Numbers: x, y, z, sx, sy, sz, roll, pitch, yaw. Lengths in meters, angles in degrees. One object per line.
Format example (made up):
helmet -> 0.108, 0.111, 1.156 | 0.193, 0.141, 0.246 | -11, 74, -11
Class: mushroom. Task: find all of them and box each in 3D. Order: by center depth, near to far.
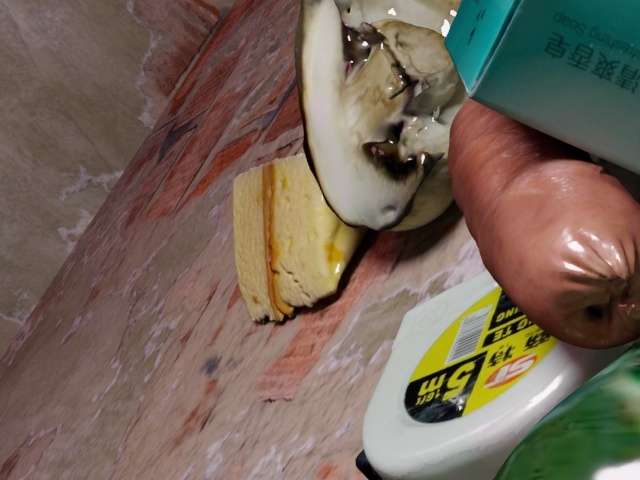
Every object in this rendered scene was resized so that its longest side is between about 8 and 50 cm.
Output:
mushroom -> 0.084, -0.134, 1.182 | 0.267, 0.164, 0.189 | 60, 144, 35

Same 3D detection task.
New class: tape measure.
tape measure -> 0.174, 0.054, 0.691 | 0.351, 0.098, 0.215 | -33, 17, 37

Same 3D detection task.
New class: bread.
bread -> 0.000, 0.000, 1.360 | 0.240, 0.135, 0.178 | -14, 76, 63

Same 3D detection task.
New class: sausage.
sausage -> 0.123, -0.032, 0.727 | 0.088, 0.088, 0.433 | -49, 8, 13

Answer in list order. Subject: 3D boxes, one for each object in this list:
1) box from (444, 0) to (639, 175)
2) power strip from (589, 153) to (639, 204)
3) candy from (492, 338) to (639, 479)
box -> 0.160, -0.108, 0.702 | 0.245, 0.153, 0.092 | -77, 11, -76
power strip -> 0.210, -0.078, 0.935 | 0.118, 0.046, 0.270 | -58, 17, -13
candy -> 0.211, 0.067, 0.476 | 0.398, 0.172, 0.263 | -45, 19, -15
